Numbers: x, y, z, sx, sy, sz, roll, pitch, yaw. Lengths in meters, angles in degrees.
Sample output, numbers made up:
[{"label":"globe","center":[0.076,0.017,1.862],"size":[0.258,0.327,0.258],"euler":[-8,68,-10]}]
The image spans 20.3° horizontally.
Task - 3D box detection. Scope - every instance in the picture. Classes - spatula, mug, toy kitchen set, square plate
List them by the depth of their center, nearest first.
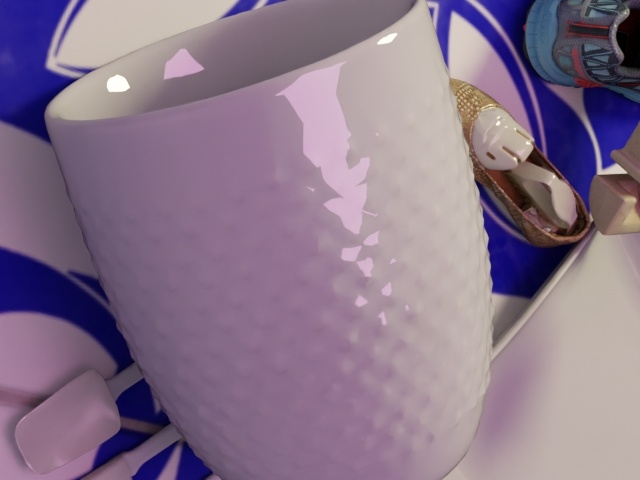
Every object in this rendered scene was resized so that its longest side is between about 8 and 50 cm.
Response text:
[{"label":"mug","center":[0.000,0.000,1.309],"size":[0.374,0.276,0.328],"euler":[-52,129,-62]},{"label":"spatula","center":[-0.113,0.145,1.370],"size":[0.242,0.019,0.168],"euler":[-34,113,-31]},{"label":"toy kitchen set","center":[0.357,-0.061,1.534],"size":[0.122,0.166,0.207],"euler":[-5,132,-46]},{"label":"square plate","center":[0.254,0.179,1.643],"size":[0.347,0.049,0.344],"euler":[-47,121,-25]}]

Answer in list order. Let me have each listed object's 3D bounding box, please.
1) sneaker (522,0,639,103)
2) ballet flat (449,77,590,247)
[{"label":"sneaker","center":[0.310,-0.169,1.602],"size":[0.262,0.125,0.104],"euler":[-4,97,-38]},{"label":"ballet flat","center":[0.169,-0.068,1.539],"size":[0.206,0.067,0.073],"euler":[42,70,-33]}]
